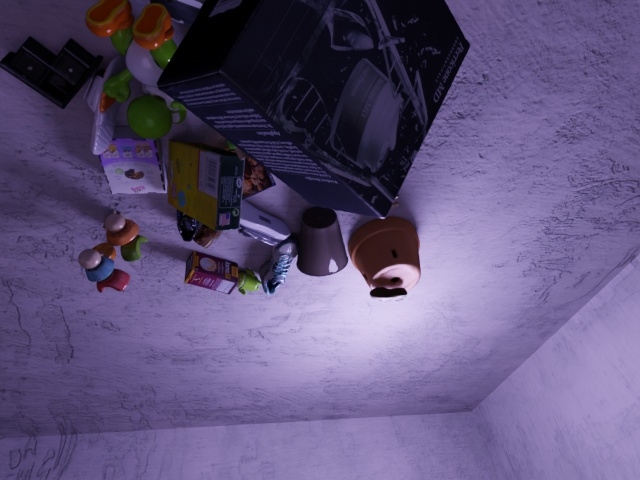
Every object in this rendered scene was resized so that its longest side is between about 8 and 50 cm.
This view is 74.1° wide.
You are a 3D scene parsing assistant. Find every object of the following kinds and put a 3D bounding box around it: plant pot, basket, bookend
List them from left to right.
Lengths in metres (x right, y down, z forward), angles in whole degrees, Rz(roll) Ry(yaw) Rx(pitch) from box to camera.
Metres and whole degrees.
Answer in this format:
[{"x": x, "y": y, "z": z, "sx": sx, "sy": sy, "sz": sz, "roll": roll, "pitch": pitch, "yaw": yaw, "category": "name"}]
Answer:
[{"x": -0.652, "y": -0.436, "z": 1.032, "sx": 0.157, "sy": 0.072, "sz": 0.156, "roll": -34, "pitch": 132, "yaw": 21, "category": "bookend"}, {"x": 0.000, "y": 0.000, "z": 1.566, "sx": 0.204, "sy": 0.154, "sz": 0.227, "roll": -8, "pitch": 132, "yaw": -3, "category": "basket"}, {"x": 0.267, "y": 0.081, "z": 1.663, "sx": 0.290, "sy": 0.204, "sz": 0.291, "roll": -6, "pitch": 137, "yaw": -6, "category": "plant pot"}]

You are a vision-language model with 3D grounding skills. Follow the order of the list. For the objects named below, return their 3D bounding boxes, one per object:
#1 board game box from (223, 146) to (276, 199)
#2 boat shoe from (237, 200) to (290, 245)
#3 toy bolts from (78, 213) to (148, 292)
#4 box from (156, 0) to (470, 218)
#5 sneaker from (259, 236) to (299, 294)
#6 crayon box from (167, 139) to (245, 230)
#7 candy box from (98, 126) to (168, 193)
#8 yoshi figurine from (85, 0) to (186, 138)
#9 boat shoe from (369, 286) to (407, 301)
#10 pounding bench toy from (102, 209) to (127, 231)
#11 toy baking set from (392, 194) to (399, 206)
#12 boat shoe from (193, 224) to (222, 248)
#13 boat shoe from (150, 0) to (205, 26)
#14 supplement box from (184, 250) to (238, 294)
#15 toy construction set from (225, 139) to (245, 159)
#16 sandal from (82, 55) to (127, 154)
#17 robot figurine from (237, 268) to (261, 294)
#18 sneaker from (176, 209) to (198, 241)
[{"x": -0.282, "y": -0.197, "z": 1.318, "sx": 0.243, "sy": 0.042, "sz": 0.165, "roll": -23, "pitch": 102, "yaw": 11, "category": "board game box"}, {"x": -0.250, "y": -0.060, "z": 1.486, "sx": 0.301, "sy": 0.108, "sz": 0.102, "roll": 24, "pitch": 126, "yaw": -39, "category": "boat shoe"}, {"x": -0.688, "y": 0.036, "z": 1.327, "sx": 0.218, "sy": 0.229, "sz": 0.159, "roll": -9, "pitch": 137, "yaw": 9, "category": "toy bolts"}, {"x": 0.013, "y": -0.378, "z": 0.907, "sx": 0.471, "sy": 0.297, "sz": 0.480, "roll": 34, "pitch": 79, "yaw": -41, "category": "box"}, {"x": -0.151, "y": 0.106, "z": 1.655, "sx": 0.109, "sy": 0.122, "sz": 0.283, "roll": 12, "pitch": 131, "yaw": -23, "category": "sneaker"}, {"x": -0.335, "y": -0.168, "z": 1.205, "sx": 0.081, "sy": 0.318, "sz": 0.203, "roll": -8, "pitch": 113, "yaw": -42, "category": "crayon box"}, {"x": -0.555, "y": -0.235, "z": 1.259, "sx": 0.164, "sy": 0.070, "sz": 0.196, "roll": -2, "pitch": 135, "yaw": -10, "category": "candy box"}, {"x": -0.410, "y": -0.367, "z": 1.006, "sx": 0.202, "sy": 0.204, "sz": 0.362, "roll": -23, "pitch": 164, "yaw": -12, "category": "yoshi figurine"}, {"x": 0.255, "y": 0.210, "z": 1.606, "sx": 0.152, "sy": 0.056, "sz": 0.048, "roll": -2, "pitch": 132, "yaw": -20, "category": "boat shoe"}, {"x": -0.696, "y": -0.061, "z": 1.419, "sx": 0.065, "sy": 0.052, "sz": 0.083, "roll": -16, "pitch": 136, "yaw": 4, "category": "pounding bench toy"}, {"x": 0.148, "y": -0.145, "z": 1.499, "sx": 0.256, "sy": 0.030, "sz": 0.196, "roll": -17, "pitch": 146, "yaw": 38, "category": "toy baking set"}, {"x": -0.390, "y": -0.038, "z": 1.500, "sx": 0.060, "sy": 0.064, "sz": 0.178, "roll": 25, "pitch": 128, "yaw": -33, "category": "boat shoe"}, {"x": -0.243, "y": -0.538, "z": 1.000, "sx": 0.302, "sy": 0.115, "sz": 0.091, "roll": 13, "pitch": 158, "yaw": -35, "category": "boat shoe"}, {"x": -0.417, "y": 0.125, "z": 1.631, "sx": 0.188, "sy": 0.104, "sz": 0.081, "roll": 20, "pitch": 128, "yaw": -29, "category": "supplement box"}, {"x": -0.164, "y": -0.408, "z": 1.087, "sx": 0.308, "sy": 0.257, "sz": 0.237, "roll": -33, "pitch": 123, "yaw": -7, "category": "toy construction set"}, {"x": -0.570, "y": -0.353, "z": 1.089, "sx": 0.076, "sy": 0.102, "sz": 0.266, "roll": 25, "pitch": 108, "yaw": -3, "category": "sandal"}, {"x": -0.300, "y": 0.168, "z": 1.726, "sx": 0.115, "sy": 0.067, "sz": 0.101, "roll": 22, "pitch": 100, "yaw": -30, "category": "robot figurine"}, {"x": -0.437, "y": -0.098, "z": 1.409, "sx": 0.081, "sy": 0.091, "sz": 0.232, "roll": 0, "pitch": 135, "yaw": -12, "category": "sneaker"}]
